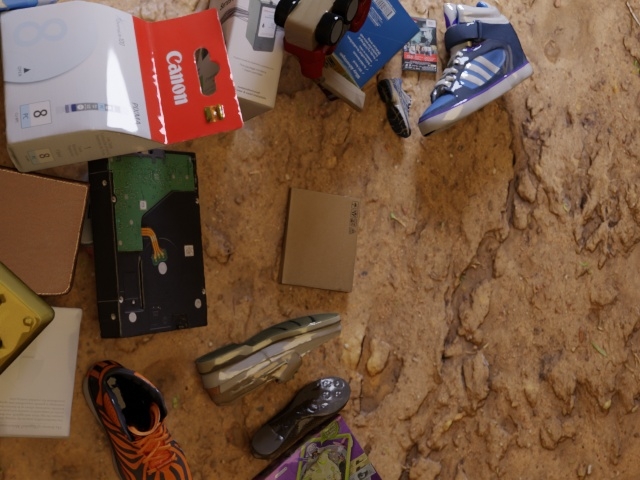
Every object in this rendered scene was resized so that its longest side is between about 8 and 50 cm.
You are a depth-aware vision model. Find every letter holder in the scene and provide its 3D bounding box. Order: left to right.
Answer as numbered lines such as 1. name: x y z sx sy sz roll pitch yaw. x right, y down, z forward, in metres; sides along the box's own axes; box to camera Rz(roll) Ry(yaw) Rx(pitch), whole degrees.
1. letter holder: -0.575 -0.019 1.686 0.302 0.152 0.214 11 84 -25

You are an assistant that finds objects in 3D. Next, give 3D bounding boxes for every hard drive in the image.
1. hard drive: -0.314 0.001 1.800 0.237 0.064 0.338 -4 89 -56

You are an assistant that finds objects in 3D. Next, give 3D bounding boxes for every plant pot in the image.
1. plant pot: -0.543 0.124 1.514 0.212 0.187 0.212 47 72 -17

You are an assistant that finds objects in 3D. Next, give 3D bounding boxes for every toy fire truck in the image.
1. toy fire truck: 0.034 -0.386 1.862 0.159 0.246 0.217 24 61 16

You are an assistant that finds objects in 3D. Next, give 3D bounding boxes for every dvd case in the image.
1. dvd case: 0.218 -0.432 2.164 0.087 0.013 0.119 0 88 -26

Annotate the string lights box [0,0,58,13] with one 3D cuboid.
1. string lights box: -0.609 -0.461 1.732 0.260 0.077 0.133 -18 97 -25

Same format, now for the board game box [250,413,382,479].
1. board game box: -0.042 0.533 1.966 0.347 0.056 0.208 -36 106 -23

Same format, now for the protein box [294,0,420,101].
1. protein box: 0.054 -0.434 2.017 0.201 0.136 0.200 -46 106 -21

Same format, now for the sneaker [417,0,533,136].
1. sneaker: 0.295 -0.393 2.148 0.323 0.130 0.236 -32 92 -20

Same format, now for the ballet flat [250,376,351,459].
1. ballet flat: -0.041 0.360 1.975 0.250 0.058 0.084 -35 66 -28

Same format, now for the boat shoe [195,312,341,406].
1. boat shoe: -0.091 0.230 1.930 0.302 0.113 0.103 -20 97 -15

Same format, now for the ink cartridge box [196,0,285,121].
1. ink cartridge box: -0.150 -0.379 1.882 0.115 0.198 0.272 14 81 -24

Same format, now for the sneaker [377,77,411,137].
1. sneaker: 0.176 -0.289 2.115 0.058 0.052 0.135 -23 97 -29

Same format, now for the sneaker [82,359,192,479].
1. sneaker: -0.317 0.364 1.768 0.125 0.180 0.321 -36 102 -23

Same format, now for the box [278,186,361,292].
1. box: 0.000 0.000 2.029 0.165 0.021 0.201 9 84 -25

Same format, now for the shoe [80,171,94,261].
1. shoe: -0.410 -0.049 1.818 0.064 0.081 0.177 -1 58 4

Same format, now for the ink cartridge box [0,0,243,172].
1. ink cartridge box: -0.350 -0.292 1.697 0.385 0.091 0.308 -12 57 -4

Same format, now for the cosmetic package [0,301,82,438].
1. cosmetic package: -0.545 0.219 1.690 0.224 0.138 0.224 8 83 -25
